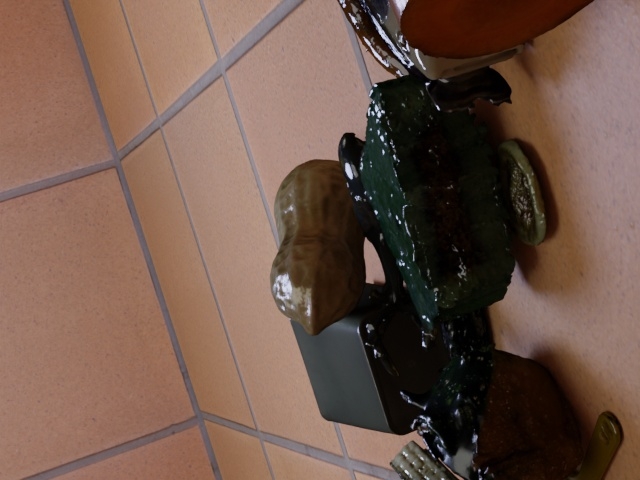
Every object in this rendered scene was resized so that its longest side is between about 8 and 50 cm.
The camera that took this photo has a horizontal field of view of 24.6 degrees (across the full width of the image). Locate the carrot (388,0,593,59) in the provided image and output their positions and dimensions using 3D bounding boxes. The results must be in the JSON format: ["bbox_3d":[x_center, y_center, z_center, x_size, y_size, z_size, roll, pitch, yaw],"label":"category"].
[{"bbox_3d":[0.099,-0.303,1.030,0.214,0.193,0.331,-47,-59,-87],"label":"carrot"}]

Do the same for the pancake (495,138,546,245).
[{"bbox_3d":[0.186,-0.044,1.363,0.108,0.017,0.108,163,90,-78],"label":"pancake"}]

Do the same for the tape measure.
[{"bbox_3d":[0.076,-0.273,1.286,0.231,0.133,0.271,-130,24,-53],"label":"tape measure"}]

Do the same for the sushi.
[{"bbox_3d":[0.159,0.173,1.469,0.287,0.140,0.149,-142,40,-71],"label":"sushi"}]

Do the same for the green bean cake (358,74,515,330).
[{"bbox_3d":[0.117,-0.039,1.403,0.193,0.107,0.208,100,154,-66],"label":"green bean cake"}]

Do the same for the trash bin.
[{"bbox_3d":[0.071,0.146,1.801,0.240,0.122,0.164,-178,70,-72],"label":"trash bin"}]

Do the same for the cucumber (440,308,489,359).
[{"bbox_3d":[0.150,0.066,1.569,0.053,0.053,0.181,-149,40,-67],"label":"cucumber"}]

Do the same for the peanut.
[{"bbox_3d":[0.000,0.000,1.747,0.298,0.120,0.136,-87,-11,-52],"label":"peanut"}]

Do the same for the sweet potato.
[{"bbox_3d":[0.049,-0.251,1.549,0.264,0.057,0.057,63,163,16],"label":"sweet potato"}]

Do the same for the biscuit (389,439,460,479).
[{"bbox_3d":[0.186,0.320,1.536,0.252,0.052,0.150,47,177,-24],"label":"biscuit"}]

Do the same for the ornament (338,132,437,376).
[{"bbox_3d":[0.076,0.020,1.598,0.202,0.080,0.236,74,-171,-60],"label":"ornament"}]

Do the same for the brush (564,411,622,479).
[{"bbox_3d":[0.262,0.227,1.423,0.218,0.010,0.082,95,154,-52],"label":"brush"}]
